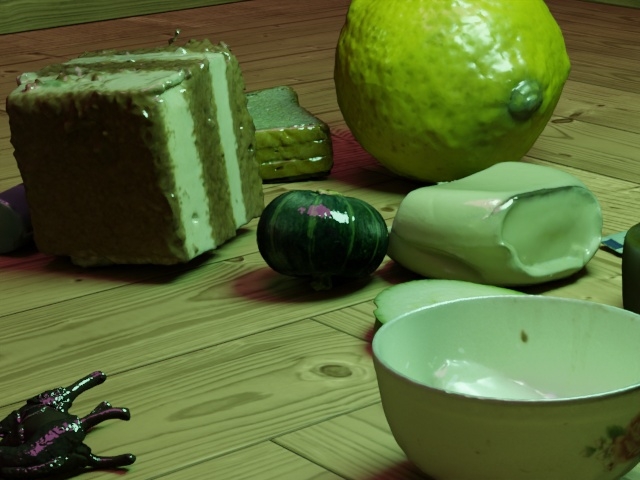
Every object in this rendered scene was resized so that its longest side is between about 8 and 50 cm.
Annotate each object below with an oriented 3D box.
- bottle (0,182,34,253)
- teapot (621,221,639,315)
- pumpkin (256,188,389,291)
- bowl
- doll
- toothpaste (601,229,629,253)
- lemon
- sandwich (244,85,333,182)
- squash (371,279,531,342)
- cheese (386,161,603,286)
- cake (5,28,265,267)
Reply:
[{"bbox_3d":[-0.377,-0.057,2.332,0.082,0.082,0.286,6,18,22],"label":"bottle"},{"bbox_3d":[0.453,0.001,1.946,0.186,0.175,0.268,8,19,21],"label":"teapot"},{"bbox_3d":[0.000,-0.003,2.064,0.167,0.125,0.167,17,12,-4],"label":"pumpkin"},{"bbox_3d":[0.183,0.155,1.508,0.277,0.145,0.277,1,18,0],"label":"bowl"},{"bbox_3d":[-0.263,0.188,1.583,0.165,0.057,0.139,-13,23,-20],"label":"doll"},{"bbox_3d":[0.477,-0.015,2.227,0.216,0.037,0.062,-13,21,-23],"label":"toothpaste"},{"bbox_3d":[0.200,-0.252,2.500,0.350,0.349,0.387,-10,28,-26],"label":"lemon"},{"bbox_3d":[-0.129,-0.164,2.649,0.249,0.095,0.273,-8,19,-11],"label":"sandwich"},{"bbox_3d":[0.166,0.100,1.879,0.219,0.041,0.219,3,20,-1],"label":"squash"},{"bbox_3d":[0.221,-0.021,2.115,0.266,0.127,0.233,-13,17,-40],"label":"cheese"},{"bbox_3d":[-0.244,-0.113,2.204,0.256,0.282,0.290,-1,20,24],"label":"cake"}]
